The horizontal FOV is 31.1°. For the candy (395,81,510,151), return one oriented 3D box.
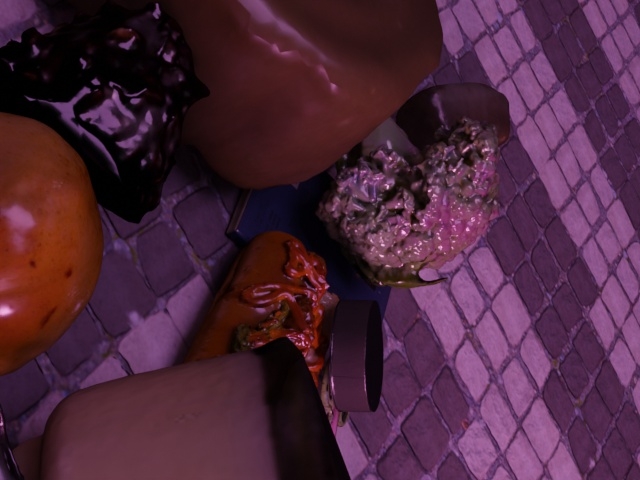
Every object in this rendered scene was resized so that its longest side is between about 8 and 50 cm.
[{"bbox_3d":[0.206,-0.179,1.755,0.234,0.102,0.104,-15,85,-51],"label":"candy"}]

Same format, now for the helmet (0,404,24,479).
[{"bbox_3d":[-0.350,0.207,0.859,0.225,0.177,0.305,-22,78,-41],"label":"helmet"}]

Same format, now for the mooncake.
[{"bbox_3d":[-0.084,-0.303,1.331,0.467,0.262,0.466,26,50,-36],"label":"mooncake"}]

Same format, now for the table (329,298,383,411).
[{"bbox_3d":[0.044,0.136,1.356,0.133,0.043,0.133,0,90,-78],"label":"table"}]

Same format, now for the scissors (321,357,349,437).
[{"bbox_3d":[0.008,0.237,1.362,0.133,0.020,0.187,65,35,-60],"label":"scissors"}]

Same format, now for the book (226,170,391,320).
[{"bbox_3d":[0.000,0.000,1.491,0.269,0.025,0.190,43,46,-29],"label":"book"}]

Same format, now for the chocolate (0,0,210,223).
[{"bbox_3d":[-0.207,-0.151,1.122,0.224,0.206,0.177,46,73,-24],"label":"chocolate"}]

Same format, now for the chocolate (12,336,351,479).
[{"bbox_3d":[-0.120,0.272,0.992,0.314,0.297,0.326,89,-18,-56],"label":"chocolate"}]

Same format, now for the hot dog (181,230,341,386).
[{"bbox_3d":[-0.064,0.136,1.273,0.158,0.117,0.348,53,41,-25],"label":"hot dog"}]

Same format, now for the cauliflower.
[{"bbox_3d":[0.095,-0.081,1.488,0.256,0.239,0.315,-21,72,-27],"label":"cauliflower"}]

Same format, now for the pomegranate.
[{"bbox_3d":[-0.295,-0.001,0.987,0.233,0.233,0.233,24,56,-42],"label":"pomegranate"}]
